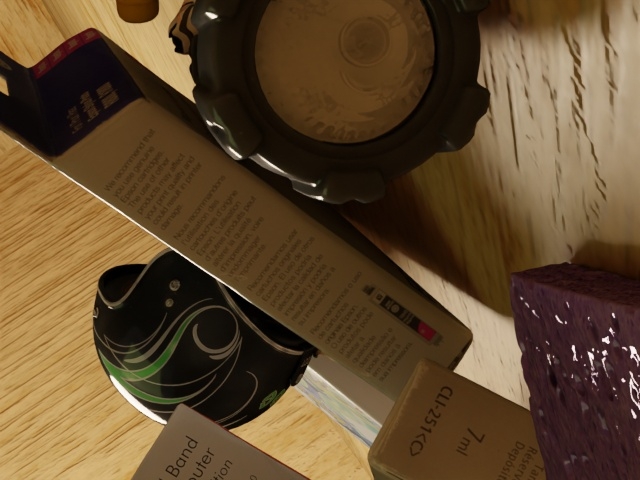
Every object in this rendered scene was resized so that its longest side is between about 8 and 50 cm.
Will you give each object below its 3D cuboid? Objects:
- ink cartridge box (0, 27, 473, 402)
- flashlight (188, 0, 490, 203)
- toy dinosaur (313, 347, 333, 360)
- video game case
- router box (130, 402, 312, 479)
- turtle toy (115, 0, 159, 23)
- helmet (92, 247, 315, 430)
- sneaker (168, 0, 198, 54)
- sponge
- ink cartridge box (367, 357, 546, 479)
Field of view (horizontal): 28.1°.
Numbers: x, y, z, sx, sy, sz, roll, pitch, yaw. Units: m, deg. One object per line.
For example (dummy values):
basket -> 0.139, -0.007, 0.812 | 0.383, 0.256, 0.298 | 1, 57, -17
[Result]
ink cartridge box -> -0.089, -0.053, 0.820 | 0.330, 0.071, 0.324 | 38, -177, -22
flashlight -> -0.014, -0.080, 0.552 | 0.103, 0.103, 0.304 | 24, -175, -13
toy dinosaur -> 0.044, 0.095, 1.035 | 0.093, 0.053, 0.183 | 33, 174, -8
video game case -> 0.010, 0.144, 1.281 | 0.329, 0.036, 0.300 | 39, 170, 10
router box -> -0.044, 0.319, 0.764 | 0.301, 0.335, 0.082 | 28, 167, 14
turtle toy -> -0.100, -0.188, 0.738 | 0.130, 0.066, 0.095 | -129, 31, -52
helmet -> -0.100, 0.074, 1.035 | 0.169, 0.161, 0.169 | 39, -150, -27
sneaker -> -0.096, -0.159, 0.945 | 0.040, 0.044, 0.109 | 55, 175, -11
sponge -> 0.119, 0.073, 0.438 | 0.210, 0.031, 0.117 | -160, 57, -80
ink cartridge box -> 0.158, 0.186, 0.713 | 0.261, 0.066, 0.296 | 28, 165, 14
